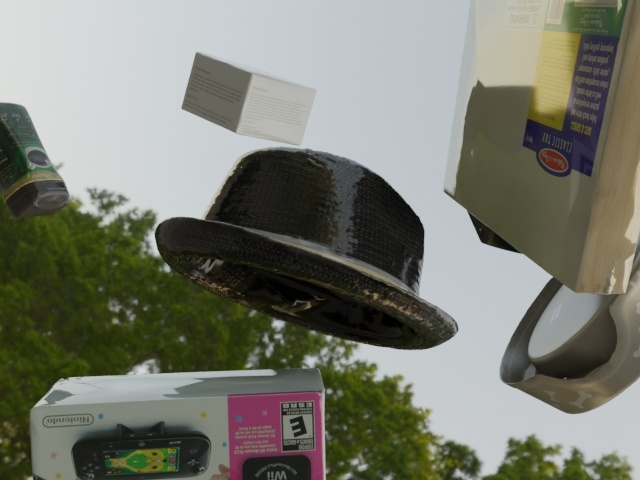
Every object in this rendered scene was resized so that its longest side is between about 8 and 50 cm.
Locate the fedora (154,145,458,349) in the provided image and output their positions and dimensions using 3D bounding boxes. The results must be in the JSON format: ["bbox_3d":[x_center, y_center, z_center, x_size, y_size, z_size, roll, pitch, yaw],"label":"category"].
[{"bbox_3d":[0.000,0.000,0.826,0.334,0.334,0.153,-6,-117,54],"label":"fedora"}]

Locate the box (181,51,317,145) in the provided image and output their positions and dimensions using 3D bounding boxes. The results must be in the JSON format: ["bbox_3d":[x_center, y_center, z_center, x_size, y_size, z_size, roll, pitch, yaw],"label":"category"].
[{"bbox_3d":[-0.139,-0.274,1.500,0.181,0.182,0.119,28,-73,39],"label":"box"}]

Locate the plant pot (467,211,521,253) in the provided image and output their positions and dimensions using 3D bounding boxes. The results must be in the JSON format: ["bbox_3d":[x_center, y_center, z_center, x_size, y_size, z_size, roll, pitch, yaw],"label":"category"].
[{"bbox_3d":[0.318,-0.087,1.176,0.188,0.167,0.187,112,-33,-53],"label":"plant pot"}]

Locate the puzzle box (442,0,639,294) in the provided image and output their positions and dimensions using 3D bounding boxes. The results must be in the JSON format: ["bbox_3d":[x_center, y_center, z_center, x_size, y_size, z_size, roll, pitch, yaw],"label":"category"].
[{"bbox_3d":[0.231,-0.135,0.831,0.409,0.052,0.272,-116,-149,-71],"label":"puzzle box"}]

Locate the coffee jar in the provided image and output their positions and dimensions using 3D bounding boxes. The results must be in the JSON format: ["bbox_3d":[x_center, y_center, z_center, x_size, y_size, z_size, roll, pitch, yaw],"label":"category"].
[{"bbox_3d":[-0.474,-0.123,1.216,0.079,0.096,0.184,-34,-100,23],"label":"coffee jar"}]

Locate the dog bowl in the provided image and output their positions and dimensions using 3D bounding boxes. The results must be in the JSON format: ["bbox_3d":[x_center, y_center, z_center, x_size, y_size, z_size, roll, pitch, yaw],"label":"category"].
[{"bbox_3d":[0.409,0.100,1.116,0.102,0.349,0.349,39,-45,3],"label":"dog bowl"}]

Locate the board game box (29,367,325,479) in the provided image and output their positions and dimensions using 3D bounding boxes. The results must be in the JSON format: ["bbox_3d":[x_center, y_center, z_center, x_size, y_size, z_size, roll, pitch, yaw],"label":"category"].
[{"bbox_3d":[-0.104,0.266,0.628,0.097,0.224,0.303,-142,-130,-83],"label":"board game box"}]
